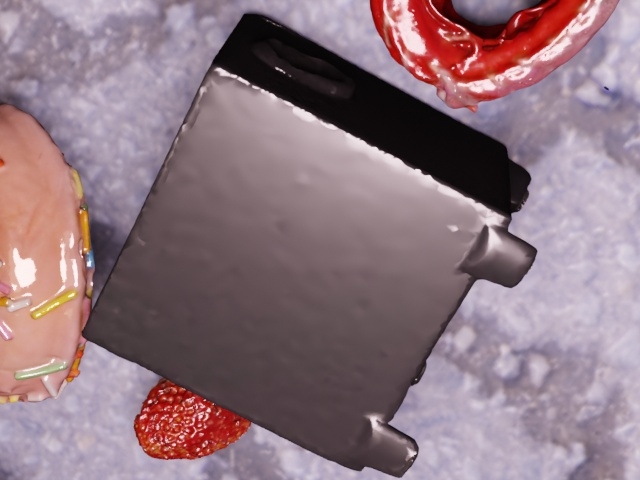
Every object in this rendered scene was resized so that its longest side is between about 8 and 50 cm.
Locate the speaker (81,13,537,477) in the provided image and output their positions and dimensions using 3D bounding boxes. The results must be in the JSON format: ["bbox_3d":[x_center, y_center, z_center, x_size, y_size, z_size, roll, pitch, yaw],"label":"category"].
[{"bbox_3d":[0.000,0.000,1.067,0.254,0.184,0.232,27,111,-4],"label":"speaker"}]

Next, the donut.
[{"bbox_3d":[-0.241,0.019,1.110,0.085,0.199,0.232,-8,111,-35],"label":"donut"}]

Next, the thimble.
[{"bbox_3d":[0.124,-0.193,1.013,0.163,0.125,0.189,42,110,-3],"label":"thimble"}]

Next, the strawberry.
[{"bbox_3d":[-0.103,0.137,1.179,0.096,0.083,0.083,-31,104,-18],"label":"strawberry"}]
